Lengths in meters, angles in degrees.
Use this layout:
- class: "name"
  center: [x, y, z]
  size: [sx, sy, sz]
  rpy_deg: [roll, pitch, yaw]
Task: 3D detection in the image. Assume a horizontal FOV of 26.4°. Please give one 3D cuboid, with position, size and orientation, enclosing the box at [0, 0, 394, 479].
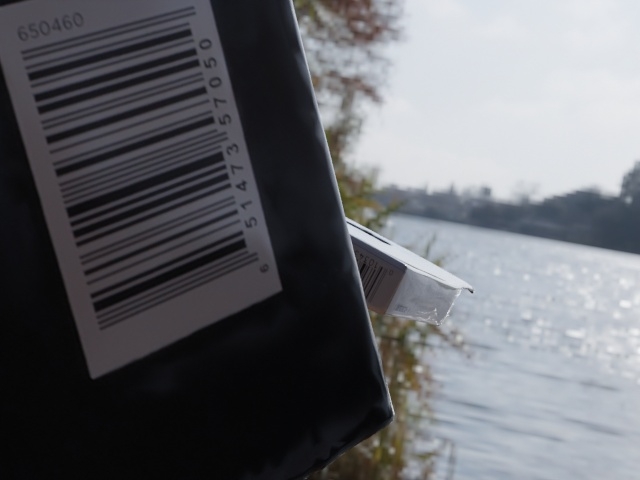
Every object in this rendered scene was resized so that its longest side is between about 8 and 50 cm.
- class: "box"
  center: [-0.203, -0.023, 0.628]
  size: [0.395, 0.293, 0.212]
  rpy_deg: [-2, 17, 47]

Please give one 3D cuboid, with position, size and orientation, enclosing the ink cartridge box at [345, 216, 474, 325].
- class: "ink cartridge box"
  center: [0.000, 0.000, 1.108]
  size: [0.223, 0.045, 0.224]
  rpy_deg: [29, 4, 21]
